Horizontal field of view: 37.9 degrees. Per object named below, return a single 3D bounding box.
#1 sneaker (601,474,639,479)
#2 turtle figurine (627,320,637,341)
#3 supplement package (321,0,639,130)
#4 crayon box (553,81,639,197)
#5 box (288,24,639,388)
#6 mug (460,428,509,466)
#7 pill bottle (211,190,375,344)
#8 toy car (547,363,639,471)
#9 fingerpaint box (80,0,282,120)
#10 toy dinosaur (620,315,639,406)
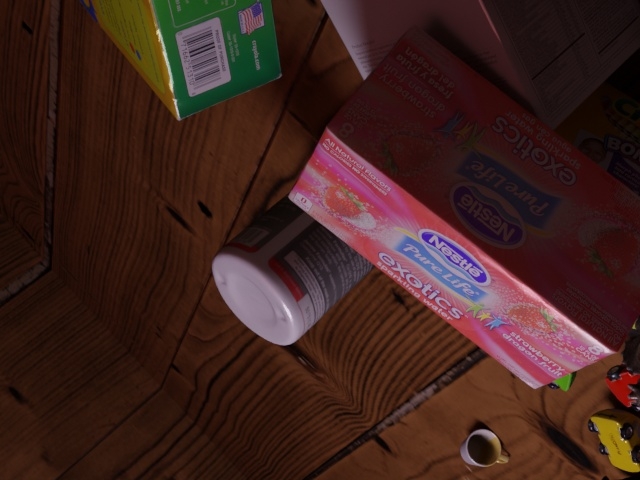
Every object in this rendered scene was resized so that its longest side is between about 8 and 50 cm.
[{"bbox_3d":[0.490,0.365,1.289,0.232,0.090,0.081,-5,122,31],"label":"sneaker"},{"bbox_3d":[0.288,0.060,1.182,0.270,0.087,0.217,14,136,47],"label":"turtle figurine"},{"bbox_3d":[0.143,-0.249,0.897,0.199,0.198,0.262,-2,124,55],"label":"supplement package"},{"bbox_3d":[0.309,-0.048,0.944,0.278,0.165,0.081,38,149,19],"label":"crayon box"},{"bbox_3d":[0.141,-0.024,0.831,0.300,0.142,0.154,38,155,1],"label":"box"},{"bbox_3d":[0.275,0.365,1.599,0.078,0.062,0.064,52,160,9],"label":"mug"},{"bbox_3d":[0.000,0.000,1.307,0.161,0.283,0.161,34,148,25],"label":"pill bottle"},{"bbox_3d":[0.365,0.188,1.266,0.225,0.053,0.239,32,147,29],"label":"toy car"},{"bbox_3d":[-0.221,-0.437,1.132,0.371,0.163,0.444,48,157,39],"label":"fingerpaint box"},{"bbox_3d":[0.439,0.178,1.041,0.313,0.121,0.160,42,-176,4],"label":"toy dinosaur"}]
